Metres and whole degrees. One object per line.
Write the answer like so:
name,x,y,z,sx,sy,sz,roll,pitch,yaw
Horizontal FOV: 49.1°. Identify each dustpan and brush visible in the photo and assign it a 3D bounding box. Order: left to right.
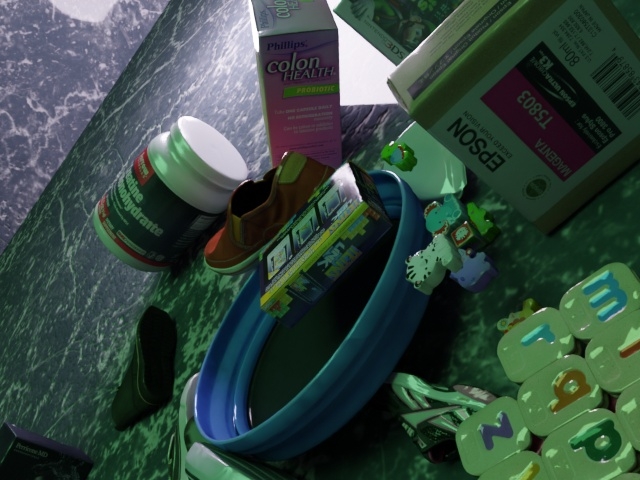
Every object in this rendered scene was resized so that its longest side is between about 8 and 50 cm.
dustpan and brush,0.115,-0.087,0.958,0.211,0.060,0.147,-20,57,35

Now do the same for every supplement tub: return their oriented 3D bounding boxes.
supplement tub,-0.291,-0.086,1.361,0.272,0.191,0.191,-44,34,20

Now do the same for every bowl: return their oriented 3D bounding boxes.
bowl,-0.009,0.090,0.869,0.391,0.077,0.391,-44,21,22

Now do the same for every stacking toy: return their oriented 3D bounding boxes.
stacking toy,0.141,0.003,0.728,0.052,0.167,0.221,-41,36,23

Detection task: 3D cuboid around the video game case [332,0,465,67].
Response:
video game case,0.141,-0.364,1.045,0.190,0.173,0.022,-52,20,7

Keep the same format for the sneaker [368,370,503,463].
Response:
sneaker,0.108,0.182,0.706,0.178,0.072,0.077,-4,60,53

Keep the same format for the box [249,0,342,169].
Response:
box,-0.040,-0.265,1.127,0.117,0.243,0.214,-8,40,-4

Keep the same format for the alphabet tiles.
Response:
alphabet tiles,0.232,0.146,0.528,0.278,0.021,0.284,-41,32,22

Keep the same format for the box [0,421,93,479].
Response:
box,-0.520,0.431,1.245,0.093,0.156,0.158,7,67,54

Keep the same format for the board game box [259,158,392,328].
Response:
board game box,0.000,0.000,0.819,0.170,0.048,0.141,-46,23,16

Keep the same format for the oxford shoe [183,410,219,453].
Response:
oxford shoe,-0.118,0.326,0.893,0.076,0.076,0.212,-18,56,4

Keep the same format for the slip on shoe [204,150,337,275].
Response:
slip on shoe,-0.090,-0.038,1.010,0.331,0.101,0.123,-29,31,53

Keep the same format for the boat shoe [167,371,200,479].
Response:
boat shoe,-0.184,0.292,0.991,0.070,0.077,0.219,-33,40,30

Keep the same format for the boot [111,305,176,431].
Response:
boot,-0.327,0.226,1.251,0.137,0.077,0.198,-43,33,30

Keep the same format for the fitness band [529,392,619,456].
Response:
fitness band,0.263,0.189,0.509,0.290,0.054,0.209,-31,40,33

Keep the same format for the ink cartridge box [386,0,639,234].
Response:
ink cartridge box,0.216,-0.142,0.690,0.193,0.234,0.088,-45,33,20

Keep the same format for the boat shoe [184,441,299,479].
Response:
boat shoe,-0.053,0.317,0.732,0.335,0.121,0.119,16,81,49
